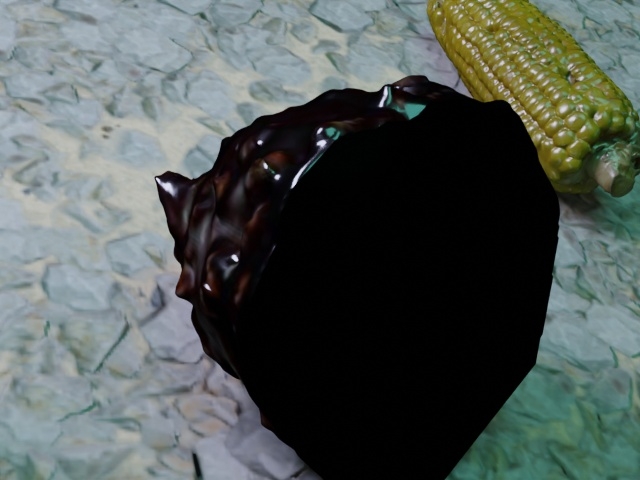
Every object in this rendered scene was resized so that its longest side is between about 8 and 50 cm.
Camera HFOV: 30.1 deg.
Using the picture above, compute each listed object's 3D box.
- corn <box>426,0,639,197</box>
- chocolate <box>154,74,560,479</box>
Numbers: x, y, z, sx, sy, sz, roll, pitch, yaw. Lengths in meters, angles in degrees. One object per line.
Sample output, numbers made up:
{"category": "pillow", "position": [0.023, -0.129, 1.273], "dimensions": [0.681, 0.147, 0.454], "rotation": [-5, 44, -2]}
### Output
{"category": "corn", "position": [0.165, -0.127, 0.935], "dimensions": [0.097, 0.097, 0.261], "rotation": [-5, 46, -30]}
{"category": "chocolate", "position": [0.000, 0.000, 0.673], "dimensions": [0.206, 0.224, 0.177], "rotation": [-49, 42, -16]}
